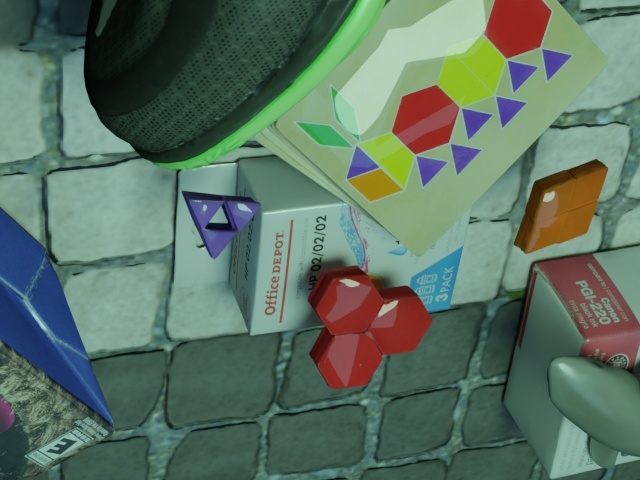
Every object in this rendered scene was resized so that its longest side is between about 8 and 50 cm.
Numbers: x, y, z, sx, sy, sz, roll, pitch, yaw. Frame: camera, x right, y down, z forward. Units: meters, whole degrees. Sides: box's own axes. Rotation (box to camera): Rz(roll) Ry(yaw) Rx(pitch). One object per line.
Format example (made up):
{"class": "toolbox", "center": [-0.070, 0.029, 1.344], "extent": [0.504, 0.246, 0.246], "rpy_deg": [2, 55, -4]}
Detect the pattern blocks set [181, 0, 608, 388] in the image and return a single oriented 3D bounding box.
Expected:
{"class": "pattern blocks set", "center": [0.065, -0.088, 0.804], "extent": [0.325, 0.026, 0.285], "rpy_deg": [-39, 119, 1]}

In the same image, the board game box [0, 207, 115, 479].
{"class": "board game box", "center": [-0.301, 0.080, 0.733], "extent": [0.291, 0.141, 0.232], "rpy_deg": [-29, 150, 3]}

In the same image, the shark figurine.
{"class": "shark figurine", "center": [0.298, 0.126, 0.960], "extent": [0.278, 0.116, 0.166], "rpy_deg": [-13, 133, -9]}

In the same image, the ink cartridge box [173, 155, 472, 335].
{"class": "ink cartridge box", "center": [0.000, 0.000, 0.883], "extent": [0.181, 0.061, 0.104], "rpy_deg": [-7, 129, -17]}

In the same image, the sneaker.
{"class": "sneaker", "center": [-0.047, -0.244, 0.553], "extent": [0.202, 0.185, 0.483], "rpy_deg": [-6, 131, -30]}

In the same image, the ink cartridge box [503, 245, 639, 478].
{"class": "ink cartridge box", "center": [0.269, 0.085, 1.051], "extent": [0.218, 0.092, 0.158], "rpy_deg": [-10, 132, -17]}
